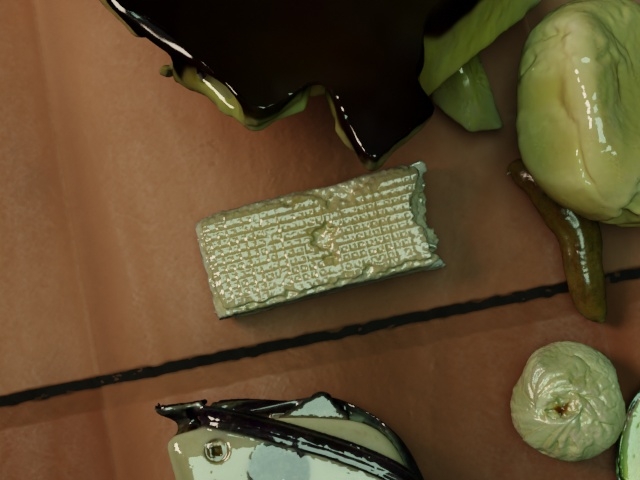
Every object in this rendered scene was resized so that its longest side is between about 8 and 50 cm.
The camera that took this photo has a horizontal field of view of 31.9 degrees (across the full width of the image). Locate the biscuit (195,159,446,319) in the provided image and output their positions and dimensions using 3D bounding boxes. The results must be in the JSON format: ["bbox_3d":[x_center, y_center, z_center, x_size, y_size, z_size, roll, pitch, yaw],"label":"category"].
[{"bbox_3d":[0.000,0.000,1.101,0.239,0.062,0.108,-14,82,-1],"label":"biscuit"}]

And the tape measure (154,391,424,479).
[{"bbox_3d":[-0.009,0.244,1.039,0.232,0.133,0.271,-18,80,0],"label":"tape measure"}]

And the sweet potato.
[{"bbox_3d":[0.249,-0.006,1.101,0.054,0.053,0.182,-20,84,-40],"label":"sweet potato"}]

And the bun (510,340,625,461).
[{"bbox_3d":[0.237,0.153,1.067,0.115,0.069,0.115,-1,81,7],"label":"bun"}]

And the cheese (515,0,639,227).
[{"bbox_3d":[0.293,-0.122,1.059,0.214,0.117,0.225,6,76,-28],"label":"cheese"}]

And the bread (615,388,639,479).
[{"bbox_3d":[0.397,0.214,1.077,0.229,0.033,0.228,0,82,3],"label":"bread"}]

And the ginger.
[{"bbox_3d":[-0.004,-0.208,1.044,0.414,0.211,0.358,14,67,1],"label":"ginger"}]
